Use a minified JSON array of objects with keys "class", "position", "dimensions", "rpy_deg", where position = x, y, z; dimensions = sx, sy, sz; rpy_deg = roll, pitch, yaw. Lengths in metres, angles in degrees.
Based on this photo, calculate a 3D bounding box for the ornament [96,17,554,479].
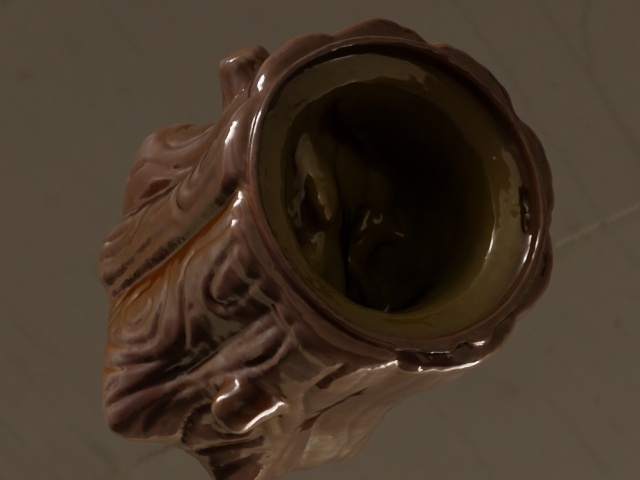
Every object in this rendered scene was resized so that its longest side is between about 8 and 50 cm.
[{"class":"ornament","position":[0.000,0.000,0.855],"dimensions":[0.221,0.235,0.217],"rpy_deg":[63,-27,6]}]
